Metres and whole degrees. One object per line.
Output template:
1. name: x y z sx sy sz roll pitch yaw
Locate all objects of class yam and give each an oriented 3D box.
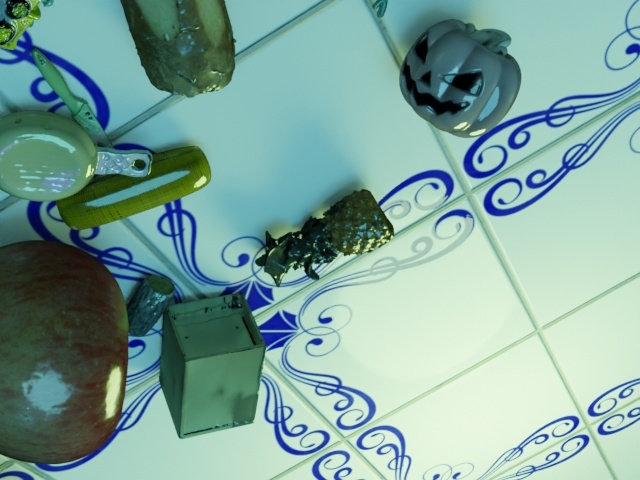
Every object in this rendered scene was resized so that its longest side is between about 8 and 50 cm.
1. yam: -0.187 -0.297 1.164 0.128 0.129 0.238 -46 145 -29

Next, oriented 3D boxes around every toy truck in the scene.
1. toy truck: -0.375 -0.289 1.129 0.111 0.076 0.077 -41 158 20

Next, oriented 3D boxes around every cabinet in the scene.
1. cabinet: -0.196 0.217 1.621 0.145 0.150 0.206 -8 134 -22

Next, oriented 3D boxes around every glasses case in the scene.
1. glasses case: -0.278 -0.079 1.371 0.234 0.064 0.079 -20 142 -6

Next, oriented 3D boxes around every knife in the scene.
1. knife: -0.341 -0.191 1.274 0.030 0.014 0.207 -26 137 2

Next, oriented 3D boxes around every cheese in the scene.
1. cheese: -0.352 -0.115 1.288 0.227 0.064 0.137 3 130 -16

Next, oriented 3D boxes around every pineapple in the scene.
1. pineapple: 0.000 0.000 1.541 0.237 0.111 0.119 -27 106 10

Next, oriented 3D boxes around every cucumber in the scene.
1. cucumber: -0.292 0.113 1.547 0.064 0.064 0.112 15 124 -33

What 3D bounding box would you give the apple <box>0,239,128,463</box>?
1. apple: -0.432 0.170 1.363 0.269 0.345 0.345 3 130 -23

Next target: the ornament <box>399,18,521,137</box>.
1. ornament: 0.210 -0.244 1.345 0.177 0.177 0.178 -12 135 -12

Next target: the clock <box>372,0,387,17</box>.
1. clock: 0.095 -0.396 1.228 0.159 0.066 0.211 -25 137 2
